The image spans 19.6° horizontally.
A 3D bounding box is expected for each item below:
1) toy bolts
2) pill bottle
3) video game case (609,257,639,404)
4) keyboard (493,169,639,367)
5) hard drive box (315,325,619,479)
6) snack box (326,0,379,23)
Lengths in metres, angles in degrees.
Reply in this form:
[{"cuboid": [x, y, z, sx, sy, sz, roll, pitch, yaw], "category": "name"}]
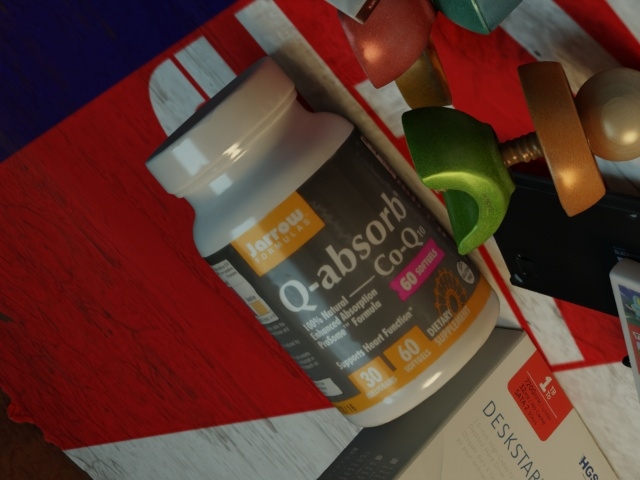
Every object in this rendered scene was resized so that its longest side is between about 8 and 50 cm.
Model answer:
[{"cuboid": [0.111, -0.142, 1.179, 0.228, 0.158, 0.218, 57, -165, -47], "category": "toy bolts"}, {"cuboid": [0.000, 0.000, 1.477, 0.278, 0.162, 0.162, 48, 155, -9], "category": "pill bottle"}, {"cuboid": [0.299, 0.111, 1.282, 0.201, 0.023, 0.183, 25, 148, 39], "category": "video game case"}, {"cuboid": [0.251, 0.042, 1.312, 0.317, 0.033, 0.201, 18, 143, 46], "category": "keyboard"}, {"cuboid": [0.115, 0.212, 1.544, 0.089, 0.232, 0.181, 3, 134, 55], "category": "hard drive box"}, {"cuboid": [0.047, -0.215, 1.064, 0.064, 0.178, 0.022, 35, -175, 19], "category": "snack box"}]
